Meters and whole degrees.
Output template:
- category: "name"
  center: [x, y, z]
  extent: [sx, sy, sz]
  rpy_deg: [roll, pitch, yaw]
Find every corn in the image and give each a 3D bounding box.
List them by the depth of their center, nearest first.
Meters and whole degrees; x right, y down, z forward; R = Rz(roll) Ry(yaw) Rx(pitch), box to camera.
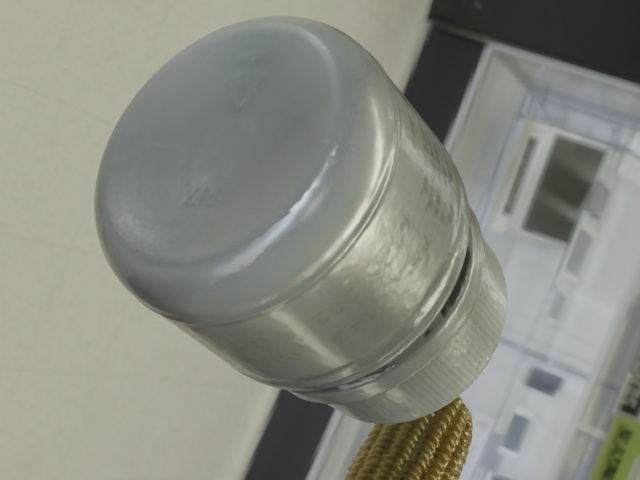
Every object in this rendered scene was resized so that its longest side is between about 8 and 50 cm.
- category: "corn"
  center: [0.069, 0.295, 1.301]
  extent: [0.363, 0.120, 0.120]
  rpy_deg: [-53, 151, -40]

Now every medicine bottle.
- category: "medicine bottle"
  center: [0.000, 0.000, 0.938]
  extent: [0.306, 0.245, 0.245]
  rpy_deg: [44, 70, -47]
